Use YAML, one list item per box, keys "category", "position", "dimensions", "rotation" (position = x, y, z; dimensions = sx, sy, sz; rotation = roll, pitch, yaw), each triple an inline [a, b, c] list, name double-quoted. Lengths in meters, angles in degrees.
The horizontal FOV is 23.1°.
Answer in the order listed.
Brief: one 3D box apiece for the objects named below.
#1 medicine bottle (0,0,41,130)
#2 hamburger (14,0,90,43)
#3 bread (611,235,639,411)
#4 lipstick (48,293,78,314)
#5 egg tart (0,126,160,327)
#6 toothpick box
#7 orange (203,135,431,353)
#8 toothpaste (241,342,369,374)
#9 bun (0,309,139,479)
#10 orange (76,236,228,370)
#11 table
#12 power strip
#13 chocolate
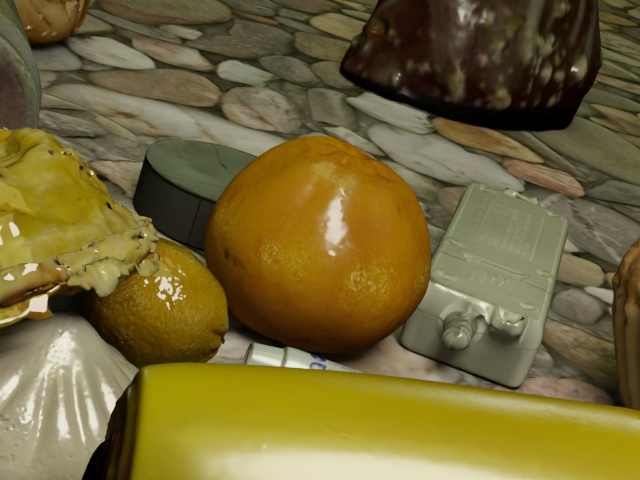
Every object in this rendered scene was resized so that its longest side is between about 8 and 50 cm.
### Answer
- category: "medicine bottle"
  position: [-0.297, -0.146, 1.162]
  dimensions: [0.151, 0.151, 0.322]
  rotation: [10, 22, -22]
- category: "hamburger"
  position: [-0.329, -0.275, 1.493]
  dimensions: [0.243, 0.146, 0.286]
  rotation: [24, 13, -2]
- category: "bread"
  position: [0.316, 0.093, 1.076]
  dimensions: [0.274, 0.149, 0.274]
  rotation: [22, 17, -7]
- category: "lipstick"
  position: [-0.168, 0.041, 0.959]
  dimensions: [0.030, 0.030, 0.129]
  rotation: [23, 20, 13]
- category: "egg tart"
  position: [-0.222, -0.008, 0.842]
  dimensions: [0.279, 0.095, 0.279]
  rotation: [-5, 11, 1]
- category: "toothpick box"
  position: [0.028, 0.141, 0.667]
  dimensions: [0.271, 0.175, 0.175]
  rotation: [11, 21, -10]
- category: "orange"
  position: [0.000, 0.000, 1.061]
  dimensions: [0.159, 0.136, 0.159]
  rotation: [18, 22, -8]
- category: "toothpaste"
  position: [0.056, 0.108, 0.982]
  dimensions: [0.218, 0.033, 0.052]
  rotation: [18, 21, -8]
- category: "bun"
  position: [-0.139, 0.079, 0.798]
  dimensions: [0.138, 0.094, 0.138]
  rotation: [17, 16, -5]
- category: "orange"
  position: [-0.100, 0.041, 0.946]
  dimensions: [0.095, 0.085, 0.085]
  rotation: [31, 21, 4]
- category: "table"
  position: [-0.076, -0.033, 1.216]
  dimensions: [0.133, 0.043, 0.133]
  rotation: [16, 20, -6]
- category: "power strip"
  position: [0.132, 0.029, 1.214]
  dimensions: [0.098, 0.058, 0.338]
  rotation: [21, 20, 6]
- category: "chocolate"
  position: [0.197, -0.265, 1.821]
  dimensions: [0.340, 0.210, 0.225]
  rotation: [-1, 25, -43]
